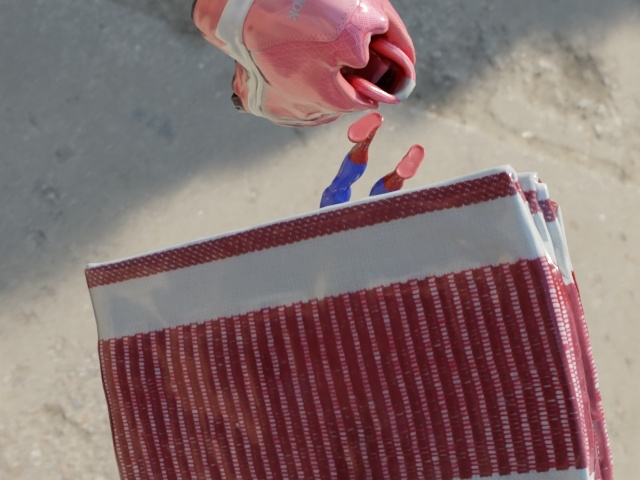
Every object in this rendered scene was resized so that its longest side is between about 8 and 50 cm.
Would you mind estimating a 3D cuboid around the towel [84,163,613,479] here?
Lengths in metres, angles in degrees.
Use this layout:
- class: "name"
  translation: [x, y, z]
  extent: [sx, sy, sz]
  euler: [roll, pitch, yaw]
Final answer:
- class: "towel"
  translation: [0.020, 0.151, 0.540]
  extent: [0.037, 0.237, 0.329]
  euler: [-7, 86, -59]

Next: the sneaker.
- class: "sneaker"
  translation: [0.007, -0.126, 0.927]
  extent: [0.136, 0.314, 0.116]
  euler: [32, 90, 12]

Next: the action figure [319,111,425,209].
- class: "action figure"
  translation: [0.000, 0.000, 1.309]
  extent: [0.091, 0.280, 0.139]
  euler: [40, 57, 7]
